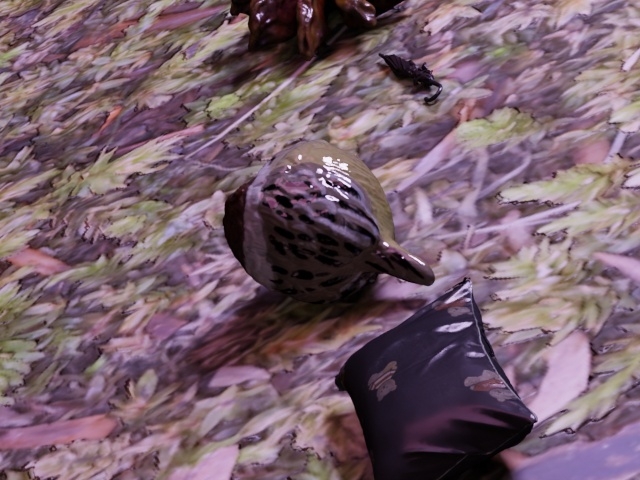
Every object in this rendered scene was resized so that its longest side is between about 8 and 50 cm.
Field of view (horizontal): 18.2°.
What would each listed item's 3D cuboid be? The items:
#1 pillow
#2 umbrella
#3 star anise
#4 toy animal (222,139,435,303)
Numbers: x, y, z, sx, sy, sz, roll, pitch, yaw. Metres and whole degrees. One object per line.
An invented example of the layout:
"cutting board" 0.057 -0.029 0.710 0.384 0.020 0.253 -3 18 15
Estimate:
"pillow" 0.055 0.080 1.028 0.090 0.048 0.150 -22 27 1
"umbrella" 0.067 -0.124 1.459 0.022 0.013 0.122 -47 27 4
"star anise" 0.032 -0.222 1.617 0.234 0.073 0.177 -28 33 -23
"toy animal" 0.000 0.000 1.195 0.098 0.098 0.137 -31 47 -14
